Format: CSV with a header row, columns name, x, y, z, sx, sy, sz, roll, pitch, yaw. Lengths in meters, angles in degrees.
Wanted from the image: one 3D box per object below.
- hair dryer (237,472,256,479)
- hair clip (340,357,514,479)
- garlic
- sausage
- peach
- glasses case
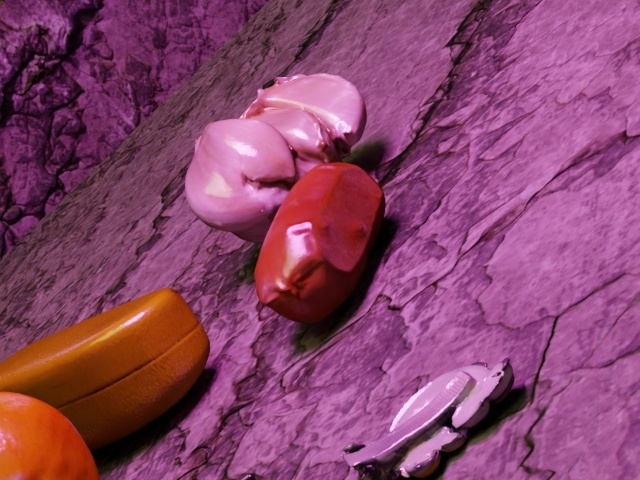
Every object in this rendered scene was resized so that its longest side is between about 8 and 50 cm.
name,x,y,z,sx,sy,sz,roll,pitch,yaw
hair dryer,-0.101,0.271,1.727,0.083,0.026,0.047,-35,19,-7
hair clip,0.100,0.162,1.530,0.172,0.049,0.116,-40,22,-7
garlic,-0.047,-0.093,2.247,0.281,0.185,0.203,-29,35,-36
sausage,-0.002,0.001,1.991,0.133,0.133,0.258,-28,25,34
peach,-0.386,0.300,1.832,0.289,0.289,0.308,-42,24,-4
glasses case,-0.295,0.186,2.127,0.371,0.141,0.173,-23,11,44
